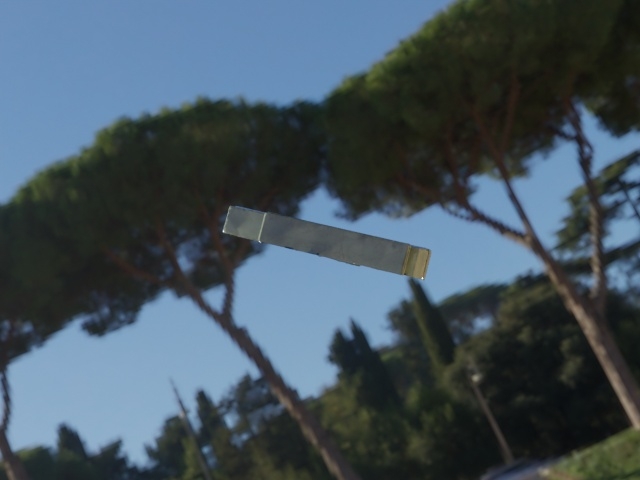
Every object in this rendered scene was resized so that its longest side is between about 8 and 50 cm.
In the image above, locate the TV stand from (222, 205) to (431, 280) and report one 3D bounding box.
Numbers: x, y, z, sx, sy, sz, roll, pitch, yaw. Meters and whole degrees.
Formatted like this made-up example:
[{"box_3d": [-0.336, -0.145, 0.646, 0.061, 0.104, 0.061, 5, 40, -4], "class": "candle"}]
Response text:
[{"box_3d": [0.000, 0.000, 1.475, 0.249, 0.036, 0.042, 13, -1, 28], "class": "TV stand"}]
